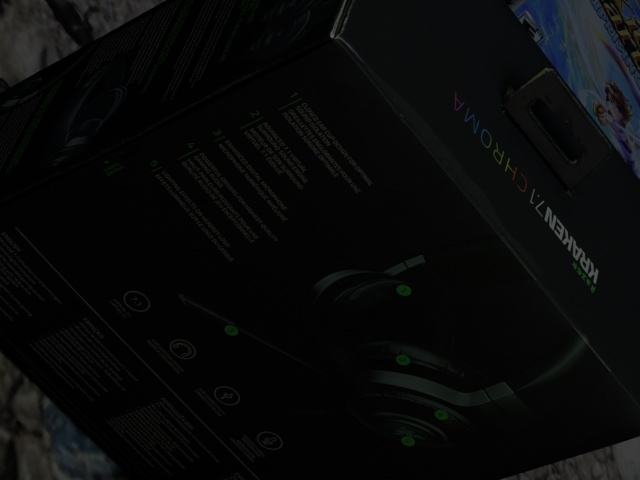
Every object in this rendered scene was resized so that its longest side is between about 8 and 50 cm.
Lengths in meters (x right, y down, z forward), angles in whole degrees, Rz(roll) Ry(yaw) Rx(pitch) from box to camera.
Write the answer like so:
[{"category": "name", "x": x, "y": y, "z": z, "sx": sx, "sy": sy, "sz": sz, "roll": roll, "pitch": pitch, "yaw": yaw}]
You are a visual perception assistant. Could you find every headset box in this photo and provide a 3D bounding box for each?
[{"category": "headset box", "x": 0.000, "y": 0.000, "z": 0.850, "sx": 0.246, "sy": 0.283, "sz": 0.131, "roll": 48, "pitch": 39, "yaw": -25}]

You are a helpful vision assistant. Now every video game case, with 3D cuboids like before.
[{"category": "video game case", "x": 0.218, "y": -0.076, "z": 1.393, "sx": 0.269, "sy": 0.061, "sz": 0.244, "roll": 60, "pitch": 33, "yaw": -10}]
